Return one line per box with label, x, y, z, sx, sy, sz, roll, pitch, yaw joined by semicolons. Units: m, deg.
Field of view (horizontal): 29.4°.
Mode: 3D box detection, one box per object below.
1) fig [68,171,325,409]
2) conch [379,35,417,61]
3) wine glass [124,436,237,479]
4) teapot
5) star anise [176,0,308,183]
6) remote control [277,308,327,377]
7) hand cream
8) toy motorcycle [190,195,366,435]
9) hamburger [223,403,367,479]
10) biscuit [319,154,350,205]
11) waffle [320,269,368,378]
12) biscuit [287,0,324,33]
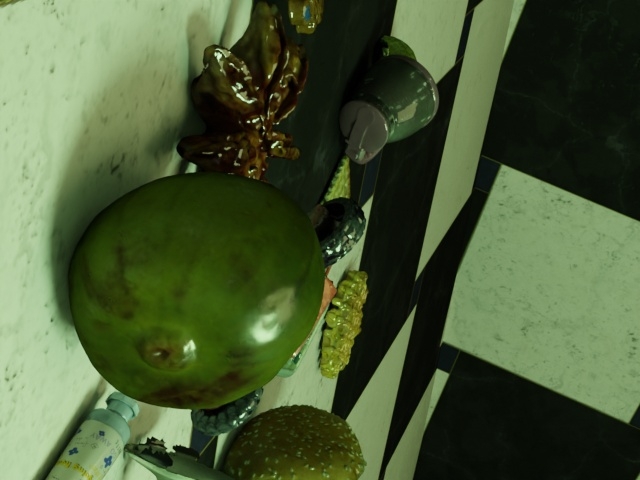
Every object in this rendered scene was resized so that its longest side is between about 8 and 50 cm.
fig;-0.096;0.025;1.007;0.225;0.203;0.203;-67;166;-49
conch;0.110;-0.263;1.840;0.121;0.074;0.089;57;16;-51
wine glass;-0.175;0.363;1.204;0.143;0.143;0.321;23;86;-77
teapot;0.080;-0.183;1.734;0.148;0.116;0.146;-26;-168;45
star anise;-0.075;-0.092;1.183;0.288;0.088;0.288;17;90;-79
remote control;-0.063;0.098;1.490;0.128;0.065;0.335;-65;166;-4
hand cream;-0.213;0.203;1.056;0.065;0.043;0.171;91;25;-47
toy motorcycle;-0.067;0.067;1.234;0.089;0.171;0.298;48;58;-27
hamburger;-0.039;0.307;1.609;0.215;0.189;0.122;-45;139;-61
biscuit;0.000;0.000;1.760;0.139;0.016;0.231;87;22;-55
waffle;0.039;0.141;2.049;0.191;0.038;0.191;16;90;-78
biscuit;-0.012;-0.274;1.246;0.175;0.026;0.124;-80;165;-58
